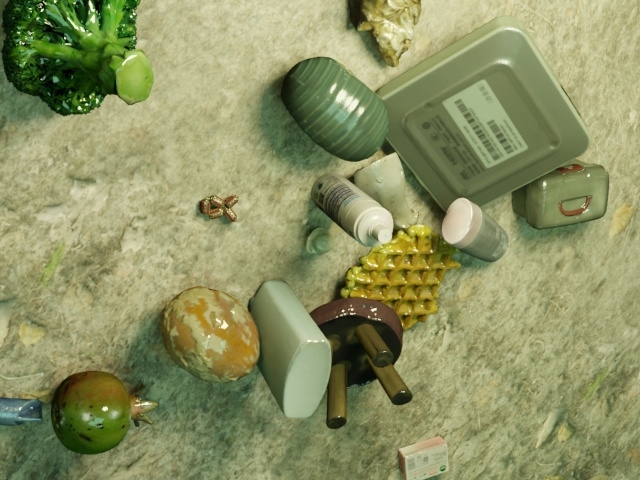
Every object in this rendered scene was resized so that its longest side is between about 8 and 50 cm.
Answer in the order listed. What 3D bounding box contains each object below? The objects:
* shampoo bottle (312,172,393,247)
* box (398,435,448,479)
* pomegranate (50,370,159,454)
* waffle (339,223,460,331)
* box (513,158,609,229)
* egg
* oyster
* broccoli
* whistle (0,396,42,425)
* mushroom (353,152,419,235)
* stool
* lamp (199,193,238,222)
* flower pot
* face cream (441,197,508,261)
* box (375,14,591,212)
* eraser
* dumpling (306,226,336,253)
[{"bbox_3d":[0.074,-0.059,1.870,0.092,0.303,0.092,-8,112,-20],"label":"shampoo bottle"},{"bbox_3d":[0.269,0.572,2.341,0.125,0.043,0.089,-12,114,-17],"label":"box"},{"bbox_3d":[-0.459,0.361,1.914,0.224,0.181,0.181,-2,112,-43],"label":"pomegranate"},{"bbox_3d":[0.193,0.098,2.090,0.281,0.058,0.301,27,111,-36],"label":"waffle"},{"bbox_3d":[0.572,-0.113,2.141,0.210,0.129,0.148,-10,113,-18],"label":"box"},{"bbox_3d":[-0.232,0.201,1.913,0.233,0.195,0.195,33,96,-4],"label":"egg"},{"bbox_3d":[0.124,-0.514,1.814,0.110,0.166,0.341,-16,132,-25],"label":"oyster"},{"bbox_3d":[-0.411,-0.355,1.582,0.297,0.297,0.297,-33,138,-37],"label":"broccoli"},{"bbox_3d":[-0.733,0.351,1.856,0.304,0.062,0.062,7,107,-24],"label":"whistle"},{"bbox_3d":[0.148,-0.096,2.003,0.116,0.093,0.225,-23,121,0],"label":"mushroom"},{"bbox_3d":[0.073,0.279,2.038,0.272,0.178,0.272,-6,130,-8],"label":"stool"},{"bbox_3d":[-0.216,-0.069,1.911,0.083,0.031,0.063,-1,109,-17],"label":"lamp"},{"bbox_3d":[0.031,-0.269,1.832,0.243,0.189,0.157,37,101,-18],"label":"flower pot"},{"bbox_3d":[0.357,-0.017,2.054,0.269,0.073,0.107,23,85,-60],"label":"face cream"},{"bbox_3d":[0.343,-0.252,1.937,0.373,0.090,0.367,-29,120,24],"label":"box"},{"bbox_3d":[-0.075,0.227,1.934,0.104,0.290,0.189,9,109,-25],"label":"eraser"},{"bbox_3d":[0.000,0.000,2.016,0.077,0.043,0.059,-13,92,-13],"label":"dumpling"}]
